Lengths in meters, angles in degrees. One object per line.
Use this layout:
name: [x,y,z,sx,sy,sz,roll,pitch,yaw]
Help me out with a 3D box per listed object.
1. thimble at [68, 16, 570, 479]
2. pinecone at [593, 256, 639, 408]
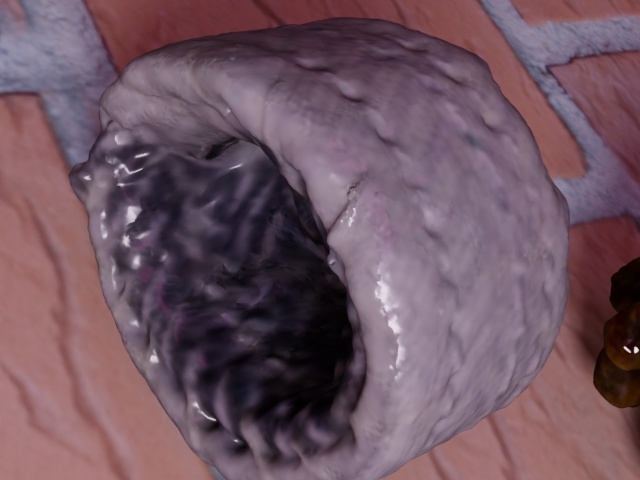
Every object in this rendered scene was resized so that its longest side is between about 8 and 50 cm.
thimble: [0.000,0.000,0.581,0.157,0.217,0.245,-18,49,-43]
pinecone: [0.277,0.068,0.691,0.229,0.201,0.202,-41,104,-10]
